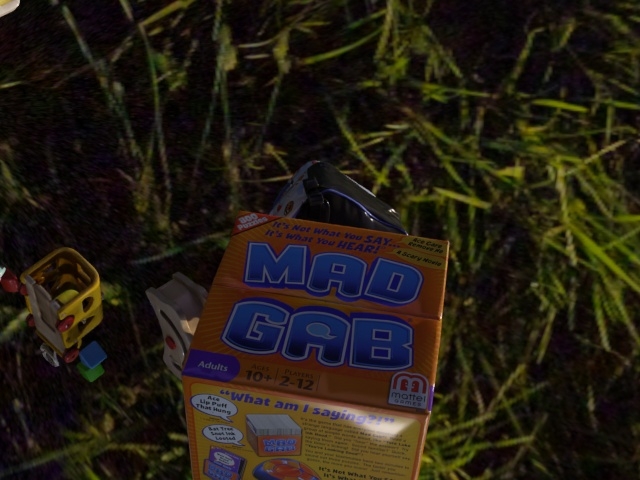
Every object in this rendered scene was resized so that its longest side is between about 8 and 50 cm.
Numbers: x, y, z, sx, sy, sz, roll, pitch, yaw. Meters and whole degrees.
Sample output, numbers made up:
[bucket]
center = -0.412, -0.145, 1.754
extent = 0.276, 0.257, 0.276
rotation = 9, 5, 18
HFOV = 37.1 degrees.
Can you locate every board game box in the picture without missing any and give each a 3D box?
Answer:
[board game box]
center = 0.001, 0.219, 1.557
extent = 0.356, 0.356, 0.356
rotation = 9, 134, 6

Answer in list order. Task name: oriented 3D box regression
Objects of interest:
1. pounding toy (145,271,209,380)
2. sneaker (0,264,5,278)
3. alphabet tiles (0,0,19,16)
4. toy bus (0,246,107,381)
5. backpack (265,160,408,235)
[pounding toy]
center = -0.226, 0.181, 1.874
extent = 0.155, 0.154, 0.269
rotation = -32, 113, -31
[sneaker]
center = -0.413, 0.060, 1.146
extent = 0.038, 0.098, 0.069
rotation = 24, 88, 1
[alphabet tiles]
center = -0.629, -0.491, 1.582
extent = 0.278, 0.021, 0.284
rotation = -41, 107, -38
[toy bus]
center = -0.379, 0.100, 1.440
extent = 0.104, 0.202, 0.191
rotation = -40, 117, -28
[backpack]
center = 0.000, 0.000, 1.800
extent = 0.276, 0.213, 0.263
rotation = 33, 110, -24
